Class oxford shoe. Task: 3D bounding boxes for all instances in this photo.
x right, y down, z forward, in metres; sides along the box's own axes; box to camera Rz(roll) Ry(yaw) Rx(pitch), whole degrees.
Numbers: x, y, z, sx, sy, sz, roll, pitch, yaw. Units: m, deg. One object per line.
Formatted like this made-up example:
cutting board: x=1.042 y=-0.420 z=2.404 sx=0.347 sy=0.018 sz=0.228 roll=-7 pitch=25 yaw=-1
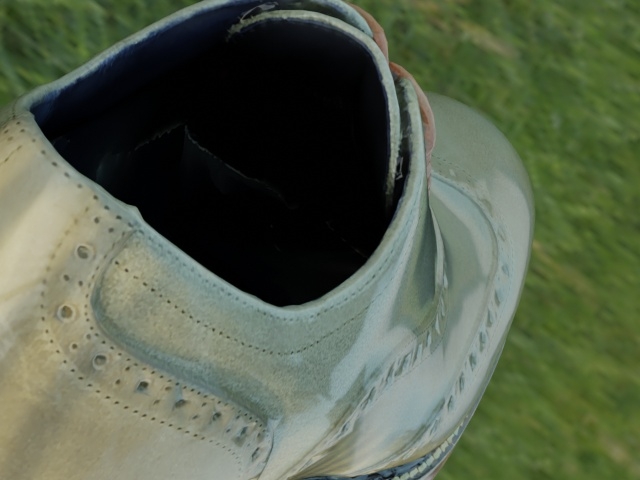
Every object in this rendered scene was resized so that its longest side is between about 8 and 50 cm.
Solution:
oxford shoe: x=0.000 y=0.000 z=0.571 sx=0.146 sy=0.140 sz=0.397 roll=-53 pitch=171 yaw=25
